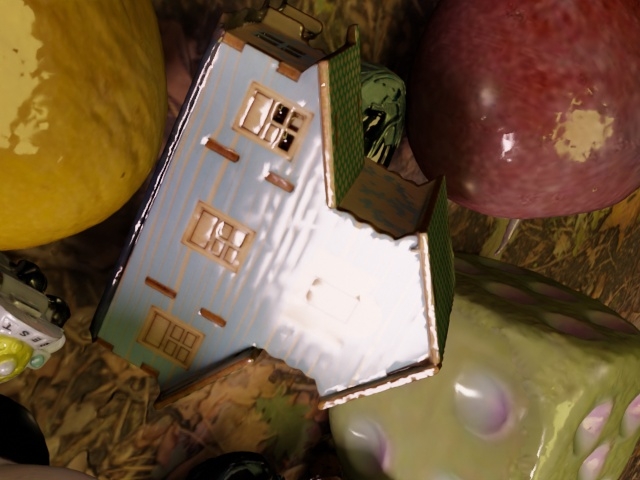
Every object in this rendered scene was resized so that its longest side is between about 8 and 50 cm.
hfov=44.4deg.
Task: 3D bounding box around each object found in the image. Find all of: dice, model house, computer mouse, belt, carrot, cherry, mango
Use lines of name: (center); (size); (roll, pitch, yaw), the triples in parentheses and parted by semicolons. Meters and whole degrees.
dice: (0.176, 0.165, 0.819); (0.254, 0.252, 0.249); (1, 113, -48)
model house: (0.000, 0.000, 0.527); (0.271, 0.206, 0.178); (-62, 176, 20)
computer mouse: (-0.104, 0.273, 0.731); (0.146, 0.077, 0.241); (-27, 141, -42)
belt: (0.018, -0.084, 0.654); (0.105, 0.058, 0.140); (24, 95, -53)
carrot: (0.059, 0.300, 0.930); (0.069, 0.069, 0.229); (-56, 139, -4)
cherry: (0.193, -0.120, 0.692); (0.236, 0.213, 0.285); (-7, 109, -52)
mango: (-0.202, -0.118, 0.359); (0.332, 0.142, 0.195); (42, 77, -42)

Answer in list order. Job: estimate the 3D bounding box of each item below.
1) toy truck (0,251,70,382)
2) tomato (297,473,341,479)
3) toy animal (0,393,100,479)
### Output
toy truck: (-0.205, 0.045, 0.469); (0.077, 0.111, 0.076); (-48, 138, -3)
tomato: (0.004, 0.348, 0.757); (0.155, 0.181, 0.214); (-44, 161, -39)
toy animal: (-0.212, 0.200, 0.442); (0.213, 0.267, 0.212); (-30, 135, -35)
